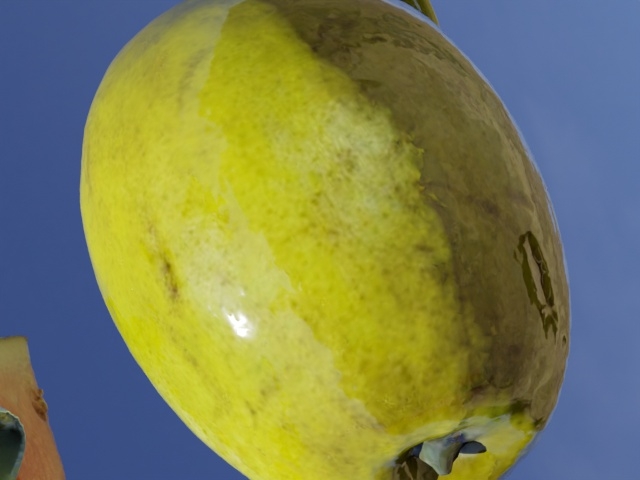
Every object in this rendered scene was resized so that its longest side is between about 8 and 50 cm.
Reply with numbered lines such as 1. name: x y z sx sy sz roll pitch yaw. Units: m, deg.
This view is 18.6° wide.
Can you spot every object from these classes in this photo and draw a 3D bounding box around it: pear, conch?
1. pear: 0.000 0.000 1.057 0.253 0.253 0.307 21 -144 -52
2. conch: -0.208 0.119 1.111 0.056 0.076 0.085 39 157 25

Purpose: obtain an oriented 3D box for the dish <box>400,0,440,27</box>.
1. dish: -0.031 -0.115 1.395 0.221 0.108 0.262 35 -125 -28

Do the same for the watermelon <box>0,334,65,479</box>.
1. watermelon: -0.220 0.177 1.222 0.159 0.128 0.303 -8 -123 -19
